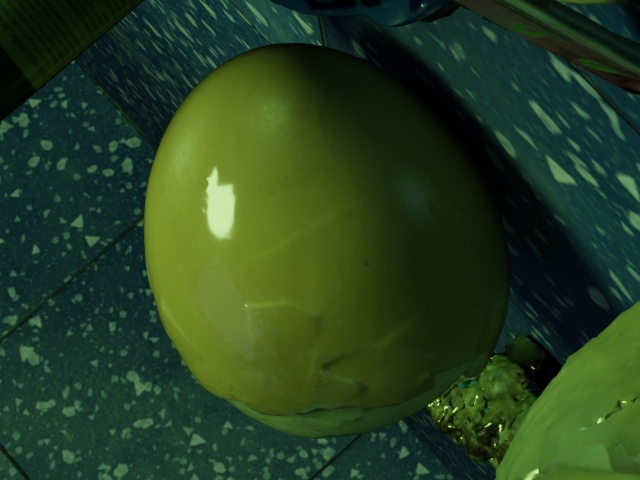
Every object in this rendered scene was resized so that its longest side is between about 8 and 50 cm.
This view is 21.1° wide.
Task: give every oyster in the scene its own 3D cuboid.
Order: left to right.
[{"bbox_3d":[0.168,0.154,1.246,0.259,0.092,0.198,44,177,12],"label":"oyster"}]

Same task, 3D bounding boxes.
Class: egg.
[{"bbox_3d":[0.000,0.000,0.959,0.201,0.201,0.244,41,159,50],"label":"egg"}]

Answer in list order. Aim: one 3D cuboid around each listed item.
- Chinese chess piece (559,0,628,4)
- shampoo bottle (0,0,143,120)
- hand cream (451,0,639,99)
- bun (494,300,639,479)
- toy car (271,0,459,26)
[{"bbox_3d":[0.022,-0.158,0.286,0.250,0.103,0.250,50,173,8],"label":"Chinese chess piece"},{"bbox_3d":[-0.164,-0.129,0.893,0.101,0.284,0.101,48,175,6],"label":"shampoo bottle"},{"bbox_3d":[0.029,-0.088,0.536,0.275,0.050,0.079,22,-148,-26],"label":"hand cream"},{"bbox_3d":[0.180,0.118,0.553,0.259,0.152,0.259,39,153,25],"label":"bun"},{"bbox_3d":[-0.005,-0.139,0.754,0.103,0.063,0.216,52,173,-23],"label":"toy car"}]
